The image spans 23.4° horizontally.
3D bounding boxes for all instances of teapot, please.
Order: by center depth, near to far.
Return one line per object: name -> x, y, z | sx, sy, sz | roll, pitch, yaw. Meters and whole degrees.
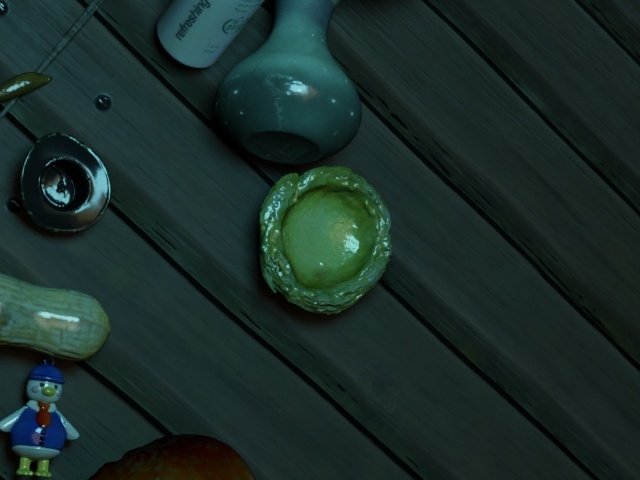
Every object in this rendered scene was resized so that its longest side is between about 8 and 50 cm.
teapot -> -0.029, -0.227, 1.904 | 0.183, 0.183, 0.251 | 17, 69, -21

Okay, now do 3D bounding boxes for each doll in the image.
doll -> -0.326, 0.205, 1.803 | 0.098, 0.057, 0.143 | 12, 76, -22

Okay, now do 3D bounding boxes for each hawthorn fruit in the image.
hawthorn fruit -> -0.158, 0.379, 1.748 | 0.254, 0.254, 0.300 | -27, 82, -22

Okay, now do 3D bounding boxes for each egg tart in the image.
egg tart -> 0.000, 0.000, 1.943 | 0.197, 0.078, 0.197 | 1, 88, -25

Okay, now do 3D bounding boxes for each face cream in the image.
face cream -> -0.087, -0.323, 1.801 | 0.092, 0.311, 0.092 | 19, 51, -25

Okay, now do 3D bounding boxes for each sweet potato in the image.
sweet potato -> -0.370, -0.178, 1.826 | 0.115, 0.026, 0.026 | -23, 95, -21

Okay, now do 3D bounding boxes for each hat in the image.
hat -> -0.308, -0.068, 1.830 | 0.121, 0.050, 0.121 | 0, 91, -25

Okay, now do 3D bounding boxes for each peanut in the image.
peanut -> -0.342, 0.086, 1.786 | 0.206, 0.087, 0.087 | 13, 81, -21
